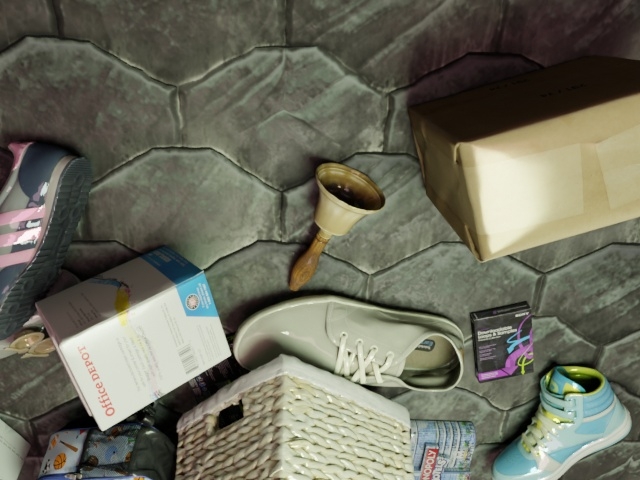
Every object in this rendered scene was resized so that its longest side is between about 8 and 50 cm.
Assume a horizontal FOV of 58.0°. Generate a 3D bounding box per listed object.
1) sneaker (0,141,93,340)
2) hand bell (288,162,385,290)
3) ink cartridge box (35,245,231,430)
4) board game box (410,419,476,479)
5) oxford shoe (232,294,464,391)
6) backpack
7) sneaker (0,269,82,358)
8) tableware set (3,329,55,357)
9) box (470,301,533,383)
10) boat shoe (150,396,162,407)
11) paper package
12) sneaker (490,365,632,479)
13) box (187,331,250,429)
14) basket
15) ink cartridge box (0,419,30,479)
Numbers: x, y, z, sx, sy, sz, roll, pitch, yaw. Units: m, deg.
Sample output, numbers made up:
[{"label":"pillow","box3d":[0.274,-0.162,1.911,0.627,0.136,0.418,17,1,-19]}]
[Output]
[{"label":"sneaker","box3d":[-0.479,-0.004,0.913,0.131,0.112,0.319,24,89,6]},{"label":"hand bell","box3d":[0.000,0.000,0.997,0.126,0.126,0.242,20,123,-14]},{"label":"ink cartridge box","box3d":[-0.302,0.146,0.938,0.232,0.168,0.171,-27,120,-28]},{"label":"board game box","box3d":[0.227,0.485,1.260,0.194,0.060,0.194,3,115,-8]},{"label":"oxford shoe","box3d":[0.067,0.200,1.056,0.449,0.130,0.169,6,114,-12]},{"label":"backpack","box3d":[-0.392,0.453,1.095,0.263,0.213,0.276,-3,135,19]},{"label":"sneaker","box3d":[-0.540,0.139,1.023,0.281,0.105,0.115,-25,150,2]},{"label":"tableware set","box3d":[-0.457,0.160,1.010,0.168,0.141,0.020,-30,71,-6]},{"label":"box","box3d":[0.364,0.206,1.156,0.116,0.029,0.162,-12,115,1]},{"label":"boat shoe","box3d":[-0.392,0.257,1.091,0.206,0.065,0.075,30,109,-18]},{"label":"paper package","box3d":[0.323,-0.136,0.832,0.325,0.309,0.168,-17,112,2]},{"label":"sneaker","box3d":[0.467,0.373,1.195,0.319,0.127,0.208,-33,116,0]},{"label":"box","box3d":[-0.160,0.271,1.131,0.184,0.045,0.191,-19,115,1]},{"label":"basket","box3d":[-0.046,0.420,1.016,0.331,0.266,0.328,30,130,-32]},{"label":"ink cartridge box","box3d":[-0.686,0.487,1.061,0.198,0.273,0.115,-29,117,9]}]
